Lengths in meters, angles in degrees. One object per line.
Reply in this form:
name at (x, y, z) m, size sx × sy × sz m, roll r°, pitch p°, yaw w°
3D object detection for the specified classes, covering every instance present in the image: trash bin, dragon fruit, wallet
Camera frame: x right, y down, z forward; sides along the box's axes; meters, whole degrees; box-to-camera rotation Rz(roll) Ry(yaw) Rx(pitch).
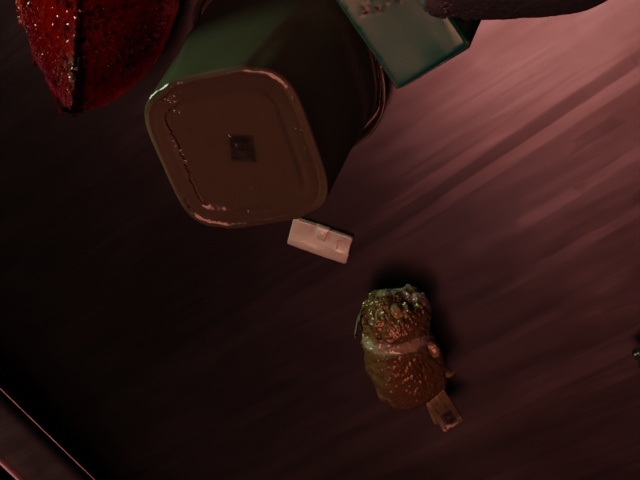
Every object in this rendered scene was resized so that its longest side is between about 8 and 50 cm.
trash bin at (-0.057, -0.155, 0.968) m, size 0.219 × 0.250 × 0.219 m, roll -10°, pitch 121°, yaw 20°
dragon fruit at (-0.258, -0.276, 1.027) m, size 0.189 × 0.163 × 0.262 m, roll 2°, pitch 126°, yaw -18°
wallet at (0.000, 0.000, 1.172) m, size 0.083 × 0.011 × 0.044 m, roll 19°, pitch 121°, yaw 6°

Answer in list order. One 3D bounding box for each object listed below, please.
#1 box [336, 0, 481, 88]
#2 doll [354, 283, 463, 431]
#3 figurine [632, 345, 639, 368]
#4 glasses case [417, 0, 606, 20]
box at (0.061, -0.295, 0.913) m, size 0.092 × 0.153 × 0.245 m, roll -28°, pitch 106°, yaw 28°
doll at (0.114, 0.156, 1.173) m, size 0.115 × 0.105 × 0.221 m, roll -33°, pitch 119°, yaw -15°
figurine at (0.441, 0.106, 1.081) m, size 0.136 × 0.077 × 0.079 m, roll -32°, pitch 71°, yaw 43°
glasses case at (0.207, -0.259, 0.842) m, size 0.067 × 0.282 × 0.109 m, roll 63°, pitch 144°, yaw 19°
